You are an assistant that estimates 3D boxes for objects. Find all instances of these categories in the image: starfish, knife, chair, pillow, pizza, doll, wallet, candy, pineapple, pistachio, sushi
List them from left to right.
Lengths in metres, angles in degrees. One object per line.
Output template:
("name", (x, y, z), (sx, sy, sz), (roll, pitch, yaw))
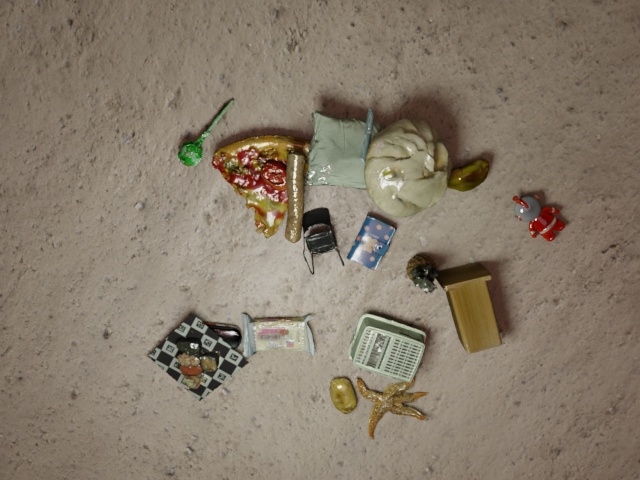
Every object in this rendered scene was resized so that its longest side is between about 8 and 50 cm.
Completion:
("sushi", (-0.533, 0.520, 1.909), (0.339, 0.069, 0.320), (-40, 101, 20))
("candy", (-0.446, -0.432, 1.788), (0.097, 0.097, 0.323), (38, 91, -4))
("pizza", (-0.199, -0.208, 1.784), (0.439, 0.130, 0.406), (-5, 97, 3))
("chair", (0.000, 0.000, 1.825), (0.140, 0.221, 0.145), (-15, 141, 5))
("pillow", (0.101, -0.338, 1.714), (0.309, 0.138, 0.284), (2, 92, -17))
("knife", (0.173, -0.387, 1.664), (0.028, 0.015, 0.210), (12, 78, -11))
("wallet", (0.211, 0.009, 1.834), (0.141, 0.059, 0.202), (25, 100, -4))
("starfish", (0.322, 0.704, 1.938), (0.293, 0.084, 0.302), (-12, 95, 6))
("pineapple", (0.400, 0.133, 1.751), (0.128, 0.248, 0.128), (1, 100, 6))
("pistachio", (0.570, -0.245, 1.751), (0.189, 0.100, 0.110), (-21, 121, 3))
("doll", (0.844, -0.097, 1.777), (0.245, 0.076, 0.142), (36, 99, -7))

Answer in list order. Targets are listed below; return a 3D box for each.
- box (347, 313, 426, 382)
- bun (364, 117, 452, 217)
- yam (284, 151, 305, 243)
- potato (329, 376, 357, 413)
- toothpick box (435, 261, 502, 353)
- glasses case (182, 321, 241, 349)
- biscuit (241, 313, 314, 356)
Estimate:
("box", (0.270, 0.435, 1.850), (0.290, 0.166, 0.221), (19, 100, 0))
("bun", (0.336, -0.258, 1.654), (0.365, 0.219, 0.365), (-5, 101, -30))
("yam", (-0.099, -0.162, 1.720), (0.081, 0.081, 0.357), (6, 114, 2))
("potato", (0.097, 0.667, 1.945), (0.107, 0.080, 0.171), (-14, 98, -8))
("toothpick box", (0.598, 0.269, 1.803), (0.190, 0.187, 0.308), (-17, 102, 5))
("glasses case", (-0.469, 0.405, 1.933), (0.266, 0.067, 0.103), (7, 106, 2))
("biscuit", (-0.180, 0.402, 1.913), (0.309, 0.079, 0.186), (-1, 98, 2))
